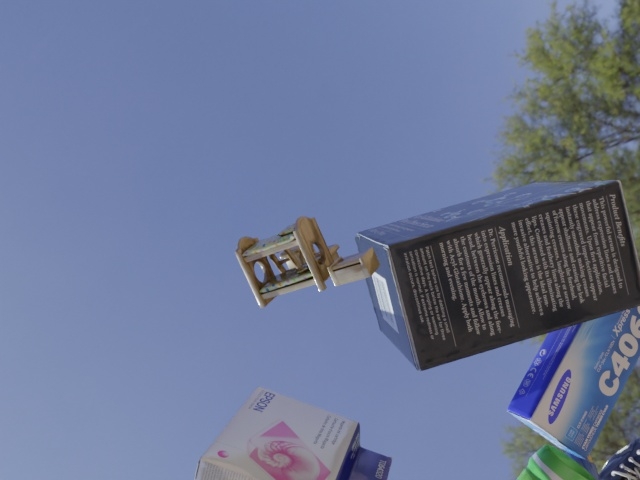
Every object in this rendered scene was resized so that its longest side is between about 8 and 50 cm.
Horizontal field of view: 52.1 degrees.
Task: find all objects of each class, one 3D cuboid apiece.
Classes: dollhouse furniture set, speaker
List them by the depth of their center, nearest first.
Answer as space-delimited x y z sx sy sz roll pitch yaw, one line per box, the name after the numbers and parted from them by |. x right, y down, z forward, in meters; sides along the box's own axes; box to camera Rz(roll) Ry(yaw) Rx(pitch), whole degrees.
0.000 0.000 0.947 0.101 0.182 0.161 66 -151 -10 | dollhouse furniture set
0.369 0.522 1.185 0.131 0.131 0.296 30 -84 -30 | speaker

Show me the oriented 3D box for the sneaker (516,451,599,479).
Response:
0.489 0.547 1.417 0.131 0.296 0.112 -2 -132 -13 | sneaker

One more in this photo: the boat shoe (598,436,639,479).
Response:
0.785 0.552 1.582 0.158 0.340 0.127 -30 -117 -25 | boat shoe

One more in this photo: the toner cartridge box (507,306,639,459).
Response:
0.516 0.224 1.263 0.165 0.075 0.347 35 -101 -19 | toner cartridge box

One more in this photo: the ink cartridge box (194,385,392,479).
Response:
-0.029 0.421 1.272 0.324 0.330 0.071 -40 -36 -74 | ink cartridge box

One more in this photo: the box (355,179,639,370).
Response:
0.294 0.043 1.153 0.396 0.293 0.212 -15 -84 -6 | box
